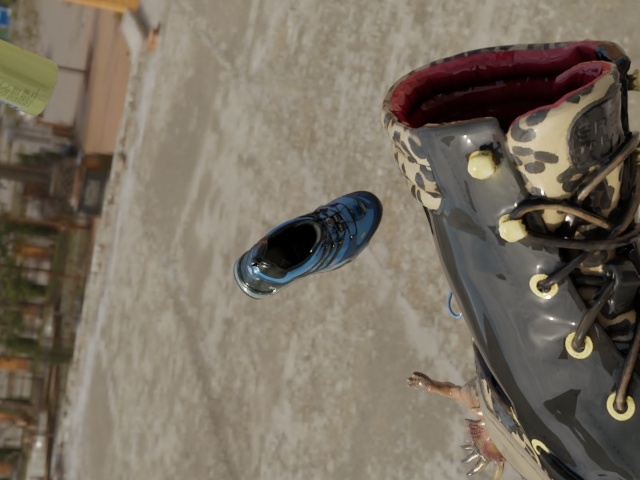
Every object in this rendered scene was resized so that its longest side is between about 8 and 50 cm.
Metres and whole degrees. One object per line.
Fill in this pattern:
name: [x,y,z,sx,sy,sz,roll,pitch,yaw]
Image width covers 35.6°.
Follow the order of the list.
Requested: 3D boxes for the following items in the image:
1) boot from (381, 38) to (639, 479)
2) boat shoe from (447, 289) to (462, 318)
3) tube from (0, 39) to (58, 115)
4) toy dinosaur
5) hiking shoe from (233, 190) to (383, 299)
boot: [0.169,0.045,0.549,0.284,0.138,0.377,67,170,-22]
boat shoe: [0.193,0.063,1.165,0.089,0.258,0.109,-7,54,26]
tube: [-0.374,-0.191,0.959,0.070,0.240,0.062,-58,37,17]
toy dinosaur: [0.244,0.233,1.259,0.127,0.295,0.200,-47,41,15]
hiking shoe: [0.000,0.000,1.680,0.113,0.304,0.132,55,154,5]
